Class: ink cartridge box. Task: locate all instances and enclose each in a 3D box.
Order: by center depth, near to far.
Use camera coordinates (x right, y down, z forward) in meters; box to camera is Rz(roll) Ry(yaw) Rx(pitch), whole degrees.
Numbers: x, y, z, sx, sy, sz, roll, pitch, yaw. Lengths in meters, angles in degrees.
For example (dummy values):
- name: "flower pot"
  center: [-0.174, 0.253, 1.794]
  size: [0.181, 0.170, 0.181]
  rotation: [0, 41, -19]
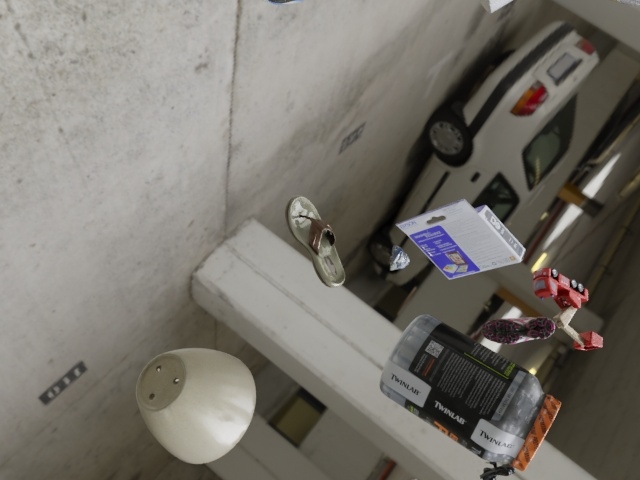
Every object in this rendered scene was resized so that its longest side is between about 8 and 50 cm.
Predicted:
- name: "ink cartridge box"
  center: [0.308, -0.009, 1.346]
  size: [0.206, 0.208, 0.045]
  rotation: [-21, -147, 49]

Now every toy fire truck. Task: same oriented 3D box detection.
- name: "toy fire truck"
  center: [0.551, 0.155, 1.351]
  size: [0.047, 0.192, 0.135]
  rotation: [-30, -140, 53]

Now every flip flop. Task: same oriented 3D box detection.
- name: "flip flop"
  center: [0.000, 0.000, 1.620]
  size: [0.080, 0.277, 0.112]
  rotation: [-18, -168, 48]

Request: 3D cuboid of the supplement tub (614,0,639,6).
- name: "supplement tub"
  center: [0.624, -0.514, 1.027]
  size: [0.241, 0.331, 0.241]
  rotation: [-41, 146, -36]

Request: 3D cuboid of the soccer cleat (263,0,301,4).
- name: "soccer cleat"
  center: [0.021, -0.529, 1.151]
  size: [0.331, 0.143, 0.116]
  rotation: [-14, 119, -12]

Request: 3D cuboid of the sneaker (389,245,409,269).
- name: "sneaker"
  center: [0.251, 0.053, 1.887]
  size: [0.135, 0.058, 0.052]
  rotation: [91, 1, -69]

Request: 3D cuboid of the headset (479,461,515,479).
- name: "headset"
  center: [0.397, 0.749, 1.508]
  size: [0.185, 0.243, 0.394]
  rotation: [-47, -169, 47]

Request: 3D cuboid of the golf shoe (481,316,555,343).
- name: "golf shoe"
  center: [0.521, 0.238, 1.594]
  size: [0.086, 0.186, 0.068]
  rotation: [17, 69, -68]

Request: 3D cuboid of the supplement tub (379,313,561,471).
- name: "supplement tub"
  center: [0.293, 0.300, 1.199]
  size: [0.193, 0.316, 0.194]
  rotation: [-44, 151, -33]

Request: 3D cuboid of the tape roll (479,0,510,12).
- name: "tape roll"
  center: [0.309, -0.678, 1.297]
  size: [0.072, 0.392, 0.392]
  rotation: [-27, 177, 18]

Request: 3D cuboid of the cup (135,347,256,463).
- name: "cup"
  center: [-0.385, 0.440, 1.727]
  size: [0.331, 0.331, 0.237]
  rotation: [-51, 140, -11]
